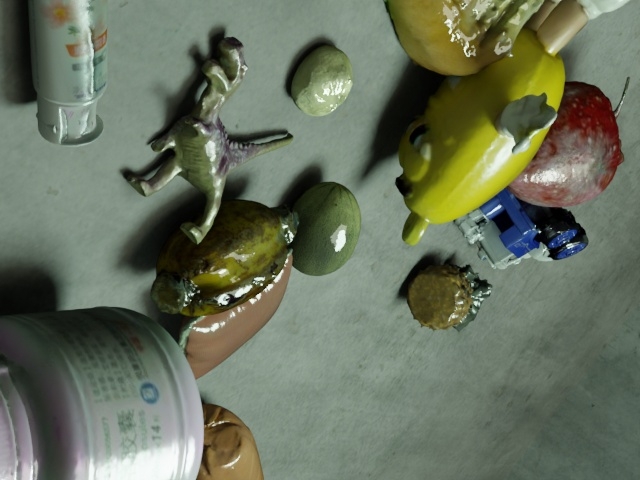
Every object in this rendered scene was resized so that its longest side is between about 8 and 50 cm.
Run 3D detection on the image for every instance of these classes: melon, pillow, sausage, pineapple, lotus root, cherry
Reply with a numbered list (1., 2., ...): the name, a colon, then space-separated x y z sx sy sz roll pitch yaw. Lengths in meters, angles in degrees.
1. melon: 0.003 -0.015 1.649 0.098 0.098 0.131 -15 138 -52
2. pillow: -0.117 0.089 1.603 0.179 0.075 0.171 -40 165 -27
3. sausage: -0.143 0.337 1.853 0.121 0.121 0.304 -41 154 -20
4. pineapple: 0.224 0.095 2.172 0.119 0.111 0.237 -27 169 22
5. lotus root: -0.109 0.015 1.480 0.209 0.120 0.120 -32 149 -33
6. cherry: 0.364 -0.143 1.990 0.249 0.175 0.192 -31 139 -34

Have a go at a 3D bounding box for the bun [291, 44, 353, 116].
1. bun: 0.007 -0.179 1.479 0.086 0.055 0.086 -39 154 -24

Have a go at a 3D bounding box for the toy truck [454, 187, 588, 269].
1. toy truck: 0.332 -0.027 2.152 0.177 0.161 0.213 -34 158 11

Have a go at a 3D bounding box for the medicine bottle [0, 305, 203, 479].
1. medicine bottle: -0.294 0.193 1.258 0.302 0.241 0.241 -4 129 -46

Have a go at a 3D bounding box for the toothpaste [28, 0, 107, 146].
1. toothpaste: -0.208 -0.224 1.056 0.100 0.066 0.323 -31 144 -37

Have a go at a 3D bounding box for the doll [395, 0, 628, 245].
1. doll: 0.257 -0.204 1.667 0.423 0.161 0.348 -61 -167 -23

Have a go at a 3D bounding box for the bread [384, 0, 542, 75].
1. bread: 0.192 -0.280 1.561 0.174 0.133 0.251 -49 156 -4

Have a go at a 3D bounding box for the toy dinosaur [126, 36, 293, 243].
1. toy dinosaur: -0.106 -0.095 1.393 0.200 0.072 0.251 -56 147 -14
